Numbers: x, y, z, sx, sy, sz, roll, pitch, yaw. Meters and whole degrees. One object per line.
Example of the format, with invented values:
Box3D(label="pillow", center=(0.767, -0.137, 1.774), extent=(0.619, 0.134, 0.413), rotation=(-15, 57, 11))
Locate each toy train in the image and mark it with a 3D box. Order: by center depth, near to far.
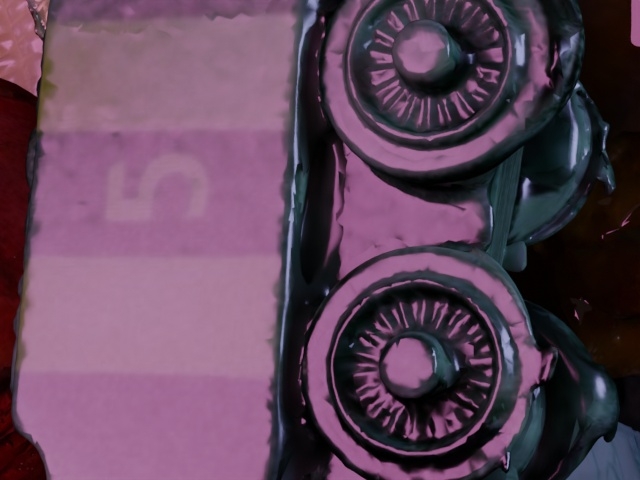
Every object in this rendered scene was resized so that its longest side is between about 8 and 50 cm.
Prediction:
Box3D(label="toy train", center=(0.000, 0.000, 0.793), extent=(0.238, 0.167, 0.299), rotation=(1, 77, 16))

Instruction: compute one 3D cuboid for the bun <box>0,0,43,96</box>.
Box3D(label="bun", center=(-0.210, -0.077, 1.172), extent=(0.259, 0.152, 0.259), rotation=(-4, 82, 33))

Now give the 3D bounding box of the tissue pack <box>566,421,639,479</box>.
Box3D(label="tissue pack", center=(0.052, 0.301, 0.887), extent=(0.287, 0.162, 0.388), rotation=(-24, 65, 29))

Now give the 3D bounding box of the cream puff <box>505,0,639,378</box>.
Box3D(label="cream puff", center=(0.119, -0.068, 0.931), extent=(0.241, 0.155, 0.269), rotation=(5, 81, 32))

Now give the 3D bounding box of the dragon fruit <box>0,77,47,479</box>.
Box3D(label="dragon fruit", center=(-0.213, 0.065, 0.951), extent=(0.296, 0.295, 0.301), rotation=(-27, 34, 28))

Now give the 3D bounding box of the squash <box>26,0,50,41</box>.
Box3D(label="squash", center=(-0.022, -0.127, 1.043), extent=(0.155, 0.204, 0.237), rotation=(-34, 84, 50))
